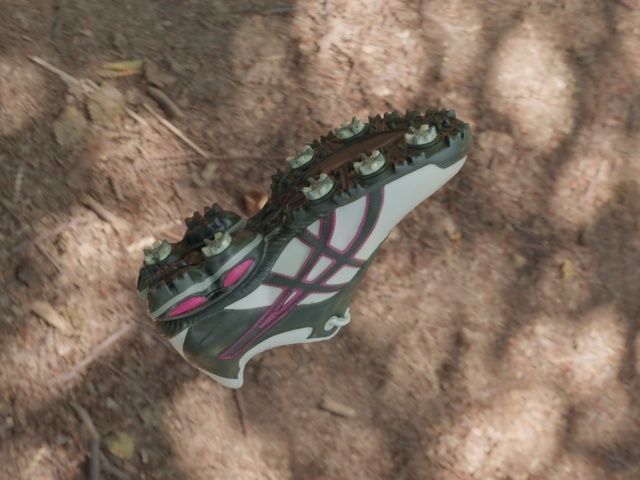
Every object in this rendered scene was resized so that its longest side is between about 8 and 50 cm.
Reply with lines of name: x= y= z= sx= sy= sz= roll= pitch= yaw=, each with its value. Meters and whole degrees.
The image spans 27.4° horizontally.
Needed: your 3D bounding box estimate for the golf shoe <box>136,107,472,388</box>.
golf shoe: x=0.000 y=0.000 z=0.970 sx=0.273 sy=0.105 sz=0.120 roll=-31 pitch=116 yaw=5
